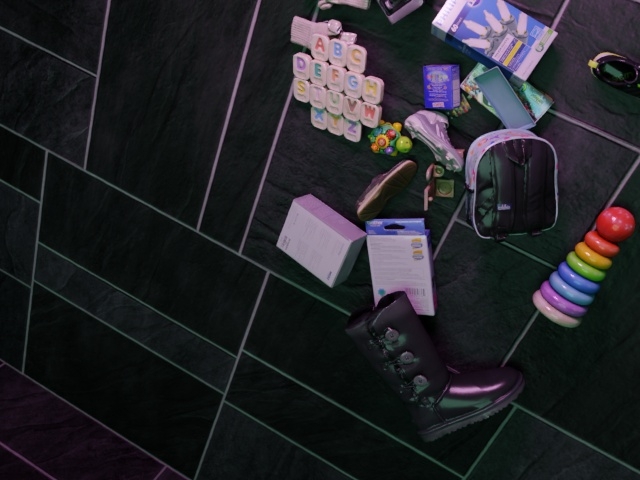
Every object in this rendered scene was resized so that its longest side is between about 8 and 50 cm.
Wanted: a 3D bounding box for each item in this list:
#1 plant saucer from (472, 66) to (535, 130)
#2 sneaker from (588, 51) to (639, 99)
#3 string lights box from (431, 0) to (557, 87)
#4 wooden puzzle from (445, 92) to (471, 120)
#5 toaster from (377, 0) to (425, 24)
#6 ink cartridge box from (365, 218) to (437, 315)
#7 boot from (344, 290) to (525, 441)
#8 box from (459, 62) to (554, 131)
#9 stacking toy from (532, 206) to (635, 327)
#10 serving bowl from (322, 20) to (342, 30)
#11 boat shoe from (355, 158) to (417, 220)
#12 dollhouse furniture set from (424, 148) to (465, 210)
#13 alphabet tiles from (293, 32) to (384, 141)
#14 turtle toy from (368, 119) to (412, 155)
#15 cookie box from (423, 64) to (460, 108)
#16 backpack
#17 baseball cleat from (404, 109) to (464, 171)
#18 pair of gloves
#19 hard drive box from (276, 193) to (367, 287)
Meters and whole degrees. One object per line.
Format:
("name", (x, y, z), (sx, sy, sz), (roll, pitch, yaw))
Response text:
("plant saucer", (0.448, -0.339, 1.481), (0.067, 0.018, 0.192), (-21, 126, 39))
("sneaker", (0.724, -0.361, 1.389), (0.235, 0.097, 0.084), (22, 119, 14))
("string lights box", (0.409, -0.495, 1.456), (0.260, 0.077, 0.133), (34, 96, 6))
("wooden puzzle", (0.364, -0.354, 1.604), (0.083, 0.006, 0.049), (-27, 99, 31))
("toaster", (0.185, -0.633, 1.471), (0.110, 0.185, 0.168), (-26, 108, 33))
("ink cartridge box", (0.241, 0.072, 1.815), (0.186, 0.065, 0.311), (0, 114, 25))
("boot", (0.337, 0.332, 1.803), (0.367, 0.146, 0.445), (-32, 95, 9))
("box", (0.467, -0.370, 1.534), (0.207, 0.036, 0.114), (39, 122, 3))
("stacking toy", (0.695, 0.063, 1.576), (0.141, 0.141, 0.330), (30, 117, 9))
("serving bowl", (0.030, -0.552, 1.648), (0.083, 0.027, 0.083), (17, 124, 27))
("boat shoe", (0.177, -0.154, 1.735), (0.223, 0.080, 0.073), (-48, 46, 20))
("dollhouse furniture set", (0.364, -0.162, 1.620), (0.151, 0.123, 0.144), (6, 114, 21))
("alphabet tiles", (0.042, -0.408, 1.657), (0.284, 0.021, 0.278), (26, 136, 25))
("turtle toy", (0.191, -0.275, 1.680), (0.130, 0.066, 0.095), (14, 117, 18))
("cookie box", (0.312, -0.396, 1.569), (0.092, 0.040, 0.107), (17, 121, 46))
("backpack", (0.471, -0.151, 1.525), (0.225, 0.191, 0.253), (-7, 117, 1))
("baseball cleat", (0.317, -0.271, 1.589), (0.206, 0.109, 0.072), (47, 162, 17))
("pair of gloves", (0.019, -0.592, 1.585), (0.204, 0.042, 0.240), (31, 129, 17))
("hard drive box", (0.000, 0.000, 1.841), (0.232, 0.089, 0.181), (38, 124, 22))
